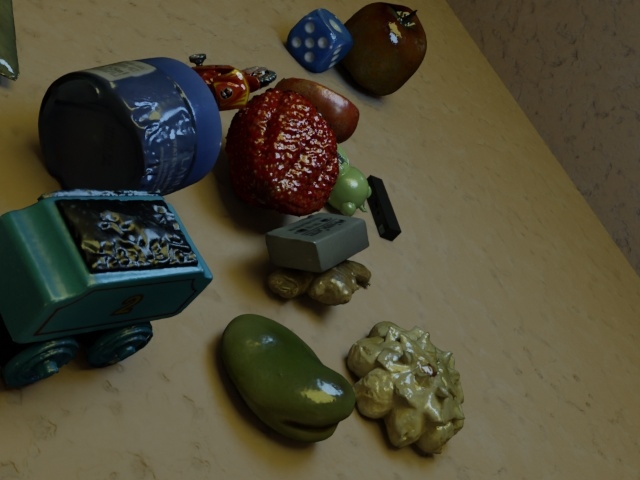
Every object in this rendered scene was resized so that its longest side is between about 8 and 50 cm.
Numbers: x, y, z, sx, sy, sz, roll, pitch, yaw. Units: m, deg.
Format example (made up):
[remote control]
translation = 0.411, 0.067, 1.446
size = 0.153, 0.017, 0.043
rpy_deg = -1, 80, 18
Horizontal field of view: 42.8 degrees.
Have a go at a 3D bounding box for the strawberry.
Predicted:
[strawberry]
translation = -0.088, -0.177, 1.714
size = 0.250, 0.238, 0.288
rpy_deg = 8, 36, 15

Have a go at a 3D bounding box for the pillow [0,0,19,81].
[pillow]
translation = -0.653, -0.429, 1.507
size = 0.185, 0.075, 0.302
rpy_deg = 15, 44, -39

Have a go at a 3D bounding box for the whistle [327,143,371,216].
[whistle]
translation = 0.015, -0.172, 1.964
size = 0.288, 0.106, 0.131
rpy_deg = 46, 42, -3

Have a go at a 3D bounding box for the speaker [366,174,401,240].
[speaker]
translation = 0.155, -0.085, 2.097
size = 0.046, 0.040, 0.191
rpy_deg = 18, 40, -34

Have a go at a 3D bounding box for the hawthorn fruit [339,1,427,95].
[hawthorn fruit]
translation = 0.203, -0.609, 2.528
size = 0.268, 0.301, 0.267
rpy_deg = 34, 36, -29

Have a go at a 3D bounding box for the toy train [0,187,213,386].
[toy train]
translation = -0.319, 0.058, 1.138
size = 0.300, 0.265, 0.188
rpy_deg = -6, 57, -55

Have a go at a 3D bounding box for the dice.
[dice]
translation = -0.001, -0.592, 2.413
size = 0.143, 0.146, 0.146
rpy_deg = 51, 30, 6

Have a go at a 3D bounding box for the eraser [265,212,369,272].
[eraser]
translation = 0.000, -0.001, 1.682
size = 0.112, 0.077, 0.352
rpy_deg = 8, 12, 20

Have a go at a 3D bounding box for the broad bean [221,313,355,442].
[broad bean]
translation = -0.068, 0.234, 1.397
size = 0.263, 0.121, 0.189
rpy_deg = 41, 33, 23

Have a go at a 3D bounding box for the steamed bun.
[steamed bun]
translation = 0.193, 0.270, 1.629
size = 0.296, 0.137, 0.292
rpy_deg = 16, 38, -36

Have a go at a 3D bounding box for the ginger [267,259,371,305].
[ginger]
translation = 0.022, 0.078, 1.705
size = 0.148, 0.081, 0.334
rpy_deg = 15, 14, 24

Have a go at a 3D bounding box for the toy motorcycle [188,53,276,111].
[toy motorcycle]
translation = -0.245, -0.325, 1.708
size = 0.171, 0.298, 0.089
rpy_deg = -75, 158, -55

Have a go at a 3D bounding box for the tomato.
[tomato]
translation = -0.018, -0.305, 2.026
size = 0.237, 0.237, 0.095
rpy_deg = 29, 77, -25

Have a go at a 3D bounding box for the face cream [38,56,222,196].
[face cream]
translation = -0.335, -0.187, 1.433
size = 0.249, 0.249, 0.225
rpy_deg = 50, 36, 7
